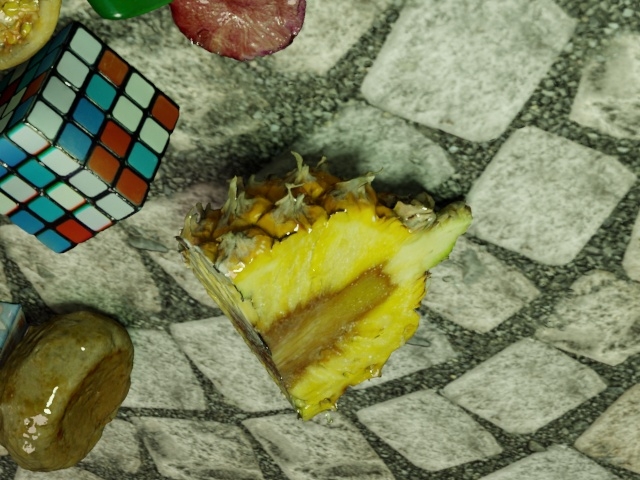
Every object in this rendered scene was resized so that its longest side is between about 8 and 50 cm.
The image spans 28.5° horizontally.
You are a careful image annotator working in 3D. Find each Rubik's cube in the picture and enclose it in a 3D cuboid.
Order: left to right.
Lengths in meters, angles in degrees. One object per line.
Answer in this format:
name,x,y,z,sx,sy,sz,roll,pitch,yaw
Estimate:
Rubik's cube,-0.268,-0.105,1.335,0.151,0.154,0.155,-25,126,38

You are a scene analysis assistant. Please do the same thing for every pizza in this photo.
pizza,-0.340,-0.234,1.295,0.178,0.041,0.131,-14,131,30

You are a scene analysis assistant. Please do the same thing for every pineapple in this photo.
pineapple,0.003,-0.002,1.405,0.209,0.286,0.344,46,166,36

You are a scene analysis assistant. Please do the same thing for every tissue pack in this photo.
tissue pack,-0.474,0.154,1.696,0.115,0.155,0.065,6,138,11

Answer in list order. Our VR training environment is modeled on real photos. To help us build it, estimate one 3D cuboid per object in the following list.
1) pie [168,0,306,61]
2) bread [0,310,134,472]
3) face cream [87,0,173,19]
pie,-0.085,-0.236,1.220,0.154,0.036,0.154,8,140,7
bread,-0.347,0.196,1.668,0.123,0.230,0.230,28,143,15
face cream,-0.183,-0.363,0.918,0.312,0.219,0.357,-30,120,12
